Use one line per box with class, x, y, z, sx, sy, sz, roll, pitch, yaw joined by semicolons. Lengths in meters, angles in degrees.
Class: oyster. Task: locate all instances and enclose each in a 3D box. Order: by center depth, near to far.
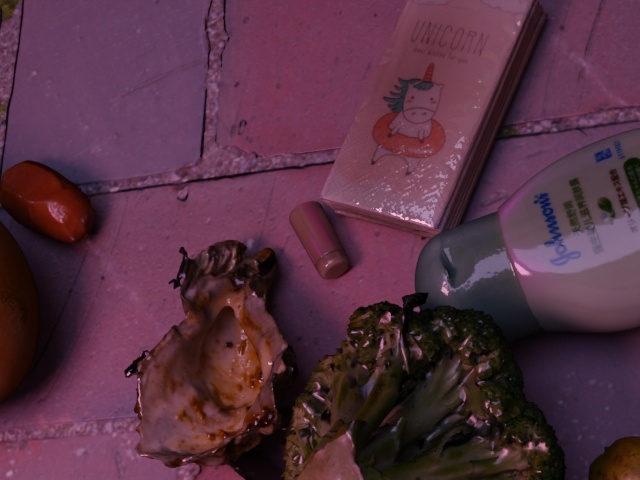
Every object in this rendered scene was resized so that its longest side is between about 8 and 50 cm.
oyster;-0.123;0.125;1.843;0.198;0.133;0.337;-6;50;5

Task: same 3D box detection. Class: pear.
pear;0.338;0.258;1.630;0.107;0.107;0.131;-45;62;-2

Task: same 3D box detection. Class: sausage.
sausage;-0.365;-0.053;2.077;0.179;0.089;0.089;26;79;40

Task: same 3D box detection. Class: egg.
egg;-0.500;0.073;1.958;0.351;0.282;0.282;39;86;30

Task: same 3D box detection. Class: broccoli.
broccoli;0.089;0.225;1.653;0.304;0.283;0.321;41;117;18

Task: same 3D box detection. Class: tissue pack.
tissue pack;0.139;-0.166;1.924;0.170;0.071;0.325;16;75;30

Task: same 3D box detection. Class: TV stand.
TV stand;-0.120;0.236;1.867;0.249;0.042;0.036;34;81;31

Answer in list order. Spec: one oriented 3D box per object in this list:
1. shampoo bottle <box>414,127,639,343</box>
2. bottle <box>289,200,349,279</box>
shampoo bottle;0.272;0.013;1.743;0.349;0.151;0.222;-21;61;13
bottle;0.000;0.000;1.923;0.045;0.045;0.096;-33;61;6
